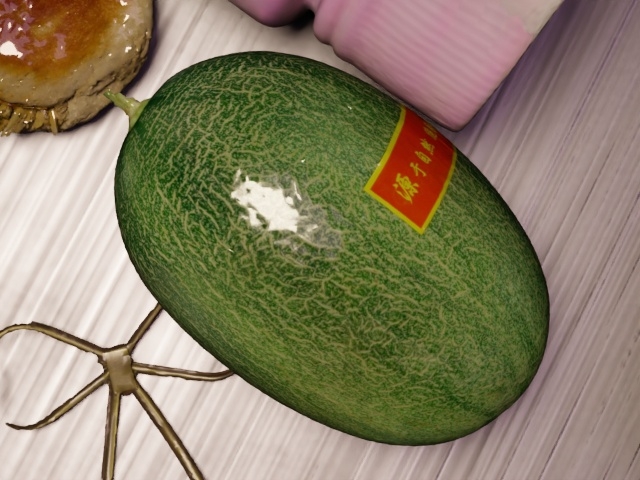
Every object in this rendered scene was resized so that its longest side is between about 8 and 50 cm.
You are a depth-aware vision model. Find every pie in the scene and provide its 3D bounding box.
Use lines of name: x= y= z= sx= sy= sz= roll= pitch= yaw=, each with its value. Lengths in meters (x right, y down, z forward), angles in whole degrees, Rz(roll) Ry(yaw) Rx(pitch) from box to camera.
pie: x=-0.191 y=-0.160 z=0.789 sx=0.193 sy=0.079 sz=0.163 roll=38 pitch=79 yaw=2

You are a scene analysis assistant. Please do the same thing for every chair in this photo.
chair: x=-0.088 y=0.195 z=0.727 sx=0.159 sy=0.170 sz=0.326 roll=-15 pitch=92 yaw=-3

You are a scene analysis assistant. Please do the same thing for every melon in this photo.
melon: x=0.000 y=0.000 z=0.727 sx=0.287 sy=0.182 sz=0.182 roll=36 pitch=84 yaw=-14

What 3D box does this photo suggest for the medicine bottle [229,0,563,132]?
medicine bottle: x=-0.022 y=-0.249 z=0.735 sx=0.388 sy=0.219 sz=0.219 roll=36 pitch=84 yaw=1
